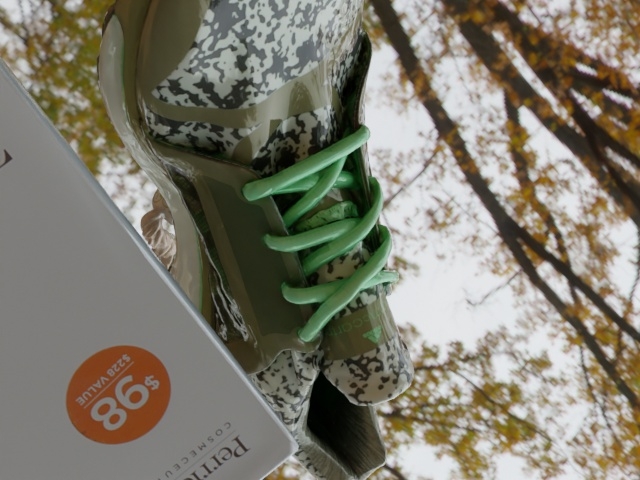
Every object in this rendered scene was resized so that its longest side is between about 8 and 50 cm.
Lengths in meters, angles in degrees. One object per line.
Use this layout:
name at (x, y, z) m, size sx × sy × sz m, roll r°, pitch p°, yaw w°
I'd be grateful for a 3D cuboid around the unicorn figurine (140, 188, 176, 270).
unicorn figurine at (-0.085, -0.059, 0.767) m, size 0.060 × 0.111 × 0.162 m, roll 11°, pitch -111°, yaw 27°

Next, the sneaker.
sneaker at (0.000, 0.000, 0.568) m, size 0.158 × 0.410 × 0.182 m, roll -31°, pitch -126°, yaw -23°

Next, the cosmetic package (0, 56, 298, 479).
cosmetic package at (-0.240, 0.097, 0.434) m, size 0.377 × 0.284 × 0.097 m, roll -39°, pitch -154°, yaw -8°
